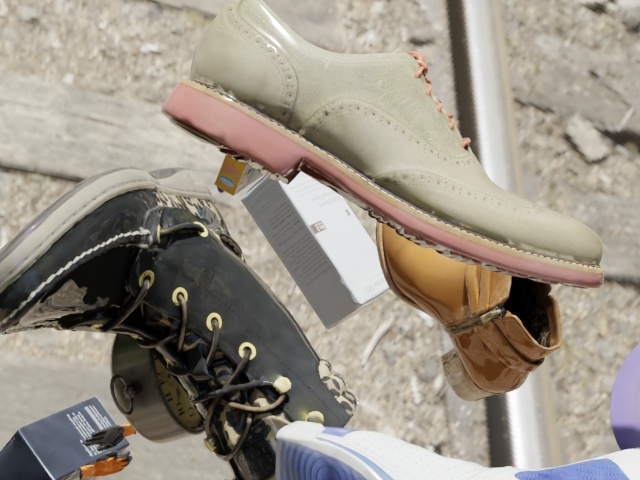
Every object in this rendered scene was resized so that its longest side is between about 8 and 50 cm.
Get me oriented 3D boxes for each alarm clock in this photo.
[{"bbox_3d":[-0.163,0.136,1.252,0.192,0.064,0.129,-14,87,-75],"label":"alarm clock"}]

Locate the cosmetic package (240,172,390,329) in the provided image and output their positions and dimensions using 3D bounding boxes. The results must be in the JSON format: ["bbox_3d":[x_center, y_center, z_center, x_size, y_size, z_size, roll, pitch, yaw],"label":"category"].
[{"bbox_3d":[0.000,0.000,1.842,0.231,0.085,0.117,54,36,6],"label":"cosmetic package"}]

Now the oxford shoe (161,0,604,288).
[{"bbox_3d":[0.066,-0.071,0.938,0.348,0.123,0.130,25,89,-8],"label":"oxford shoe"}]

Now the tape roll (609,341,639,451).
[{"bbox_3d":[0.376,0.163,1.212,0.080,0.189,0.189,46,32,-41],"label":"tape roll"}]

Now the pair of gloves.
[{"bbox_3d":[-0.269,0.267,1.629,0.074,0.083,0.010,-11,39,-31],"label":"pair of gloves"}]

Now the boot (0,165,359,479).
[{"bbox_3d":[-0.114,0.085,1.083,0.284,0.138,0.377,52,14,4],"label":"boot"}]

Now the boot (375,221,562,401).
[{"bbox_3d":[0.174,0.046,1.531,0.109,0.220,0.283,-13,73,-22],"label":"boot"}]

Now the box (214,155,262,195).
[{"bbox_3d":[-0.061,-0.103,1.274,0.028,0.136,0.081,30,32,13],"label":"box"}]

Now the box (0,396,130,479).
[{"bbox_3d":[-0.380,0.317,1.808,0.093,0.156,0.158,51,33,14],"label":"box"}]

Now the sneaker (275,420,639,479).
[{"bbox_3d":[0.131,0.202,0.859,0.315,0.127,0.182,11,11,35],"label":"sneaker"}]
